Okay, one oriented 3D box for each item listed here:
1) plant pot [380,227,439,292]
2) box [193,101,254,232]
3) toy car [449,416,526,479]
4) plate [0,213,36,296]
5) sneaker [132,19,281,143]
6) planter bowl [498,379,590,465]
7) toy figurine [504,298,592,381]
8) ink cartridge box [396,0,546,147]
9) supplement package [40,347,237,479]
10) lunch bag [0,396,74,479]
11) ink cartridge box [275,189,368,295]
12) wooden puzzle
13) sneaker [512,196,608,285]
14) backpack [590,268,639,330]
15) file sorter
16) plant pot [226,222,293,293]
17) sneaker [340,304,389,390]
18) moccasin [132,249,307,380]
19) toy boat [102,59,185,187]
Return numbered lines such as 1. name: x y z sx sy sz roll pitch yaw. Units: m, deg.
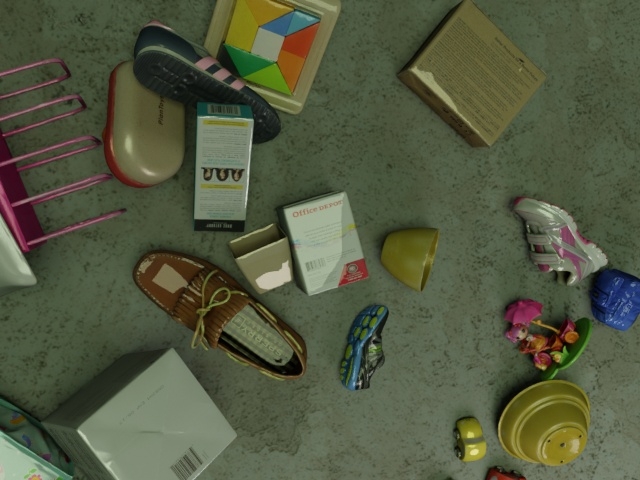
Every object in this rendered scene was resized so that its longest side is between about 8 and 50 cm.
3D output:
1. plant pot: 0.178 0.029 1.355 0.095 0.134 0.134 16 92 16
2. box: -0.183 -0.130 1.234 0.101 0.060 0.244 1 126 -12
3. toy car: 0.323 0.538 1.457 0.225 0.053 0.239 -40 101 -5
4. plate: -0.607 -0.023 1.121 0.045 0.278 0.277 -35 103 -41
5. sneaker: -0.197 -0.296 1.229 0.112 0.131 0.319 -31 140 28
6. planter bowl: 0.503 0.416 1.433 0.217 0.090 0.217 -4 112 -9
7. toy figurine: 0.468 0.200 1.443 0.159 0.130 0.173 31 113 1
8. ink cartridge box: 0.308 -0.336 1.356 0.235 0.088 0.193 41 85 -11
9. supplement package: -0.326 0.333 1.174 0.199 0.263 0.198 -41 103 -33
10. lunch bag: -0.618 0.415 1.208 0.262 0.160 0.223 40 88 -18
11. ink cartridge box: 0.000 0.000 1.305 0.128 0.127 0.176 -16 98 -10
12. wooden puzzle: -0.101 -0.378 1.256 0.221 0.044 0.238 17 115 -12
13. sneaker: 0.495 0.007 1.417 0.252 0.103 0.111 41 85 -11
14. backpack: 0.650 0.130 1.465 0.101 0.098 0.120 20 104 -3
15. file sorter: -0.478 -0.149 1.163 0.182 0.202 0.290 -21 99 -12
16. plant pot: -0.109 0.040 1.305 0.109 0.109 0.096 -24 112 -8
17. sneaker: 0.100 0.223 1.387 0.078 0.067 0.188 18 90 -33
18. moccasin: -0.188 0.150 1.272 0.380 0.147 0.139 42 86 -12
19. toy boat: -0.343 -0.204 1.221 0.151 0.151 0.231 21 58 -48
